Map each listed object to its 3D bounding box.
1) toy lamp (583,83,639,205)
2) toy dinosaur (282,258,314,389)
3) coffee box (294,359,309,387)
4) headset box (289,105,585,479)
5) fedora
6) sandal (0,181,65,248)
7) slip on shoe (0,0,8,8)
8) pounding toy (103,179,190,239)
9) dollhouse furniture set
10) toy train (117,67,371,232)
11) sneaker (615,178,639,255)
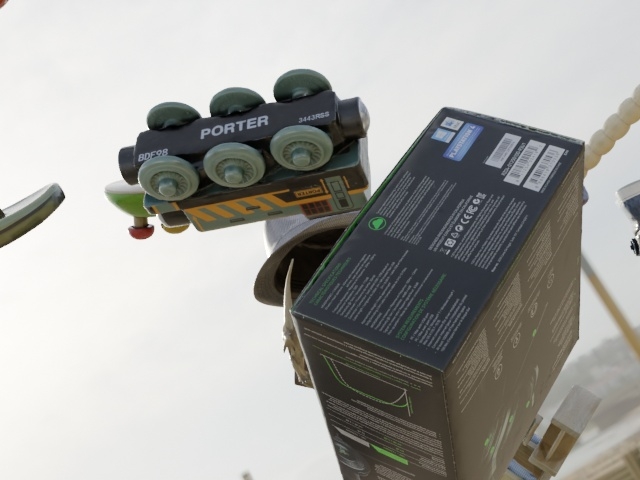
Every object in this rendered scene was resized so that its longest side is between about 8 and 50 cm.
[{"bbox_3d":[0.343,-0.125,1.212,0.080,0.080,0.275,-8,-39,-53],"label":"toy lamp"},{"bbox_3d":[-0.036,0.122,1.335,0.053,0.183,0.092,-12,9,-13],"label":"toy dinosaur"},{"bbox_3d":[0.072,0.178,1.742,0.141,0.098,0.246,8,16,29],"label":"coffee box"},{"bbox_3d":[0.116,0.079,0.852,0.246,0.131,0.283,-53,-33,-29],"label":"headset box"},{"bbox_3d":[0.000,0.000,1.677,0.275,0.124,0.244,-4,-39,-28],"label":"fedora"},{"bbox_3d":[-0.377,-0.016,0.881,0.302,0.086,0.120,-11,11,-15],"label":"sandal"},{"bbox_3d":[-0.480,-0.434,1.525,0.331,0.123,0.101,-50,8,-15],"label":"slip on shoe"},{"bbox_3d":[-0.281,-0.061,1.868,0.236,0.110,0.183,-14,16,-35],"label":"pounding toy"},{"bbox_3d":[0.257,0.227,1.259,0.129,0.129,0.184,-40,-24,-46],"label":"dollhouse furniture set"},{"bbox_3d":[-0.087,-0.098,1.294,0.333,0.142,0.190,-11,-39,13],"label":"toy train"},{"bbox_3d":[0.584,-0.019,1.753,0.086,0.163,0.226,-29,-11,22],"label":"sneaker"}]
